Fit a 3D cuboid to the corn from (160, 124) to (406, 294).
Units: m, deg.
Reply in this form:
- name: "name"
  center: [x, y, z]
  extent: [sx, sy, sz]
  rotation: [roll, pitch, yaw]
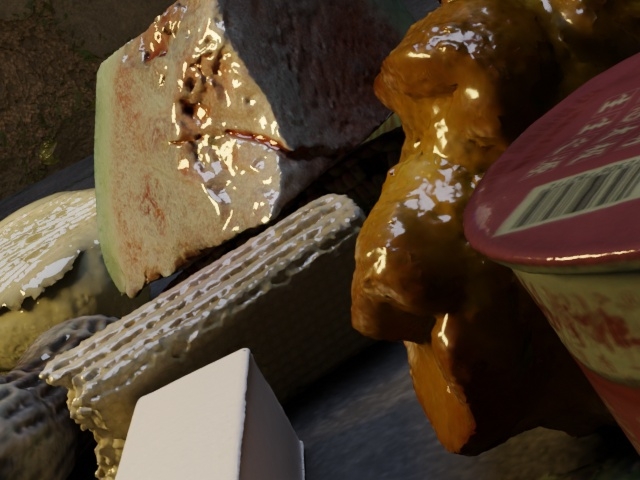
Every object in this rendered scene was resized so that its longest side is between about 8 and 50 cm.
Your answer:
- name: "corn"
  center: [0.000, 0.000, 1.022]
  extent: [0.280, 0.092, 0.092]
  rotation: [-33, 14, -2]

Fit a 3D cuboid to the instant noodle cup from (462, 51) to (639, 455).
- name: "instant noodle cup"
  center: [0.187, 0.016, 0.396]
  extent: [0.235, 0.178, 0.235]
  rotation: [-27, 14, 7]

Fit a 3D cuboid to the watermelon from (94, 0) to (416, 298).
- name: "watermelon"
  center: [-0.051, -0.081, 0.955]
  extent: [0.310, 0.193, 0.232]
  rotation: [-20, -12, 7]

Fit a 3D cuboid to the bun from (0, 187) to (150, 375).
- name: "bun"
  center: [-0.260, 0.051, 1.210]
  extent: [0.239, 0.141, 0.239]
  rotation: [-20, 25, 10]

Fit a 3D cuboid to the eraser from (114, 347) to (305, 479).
- name: "eraser"
  center: [-0.055, 0.147, 0.605]
  extent: [0.078, 0.076, 0.298]
  rotation: [-26, 14, 5]

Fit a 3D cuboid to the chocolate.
- name: "chocolate"
  center: [-0.208, 0.131, 0.899]
  extent: [0.110, 0.110, 0.248]
  rotation: [-21, 11, 28]

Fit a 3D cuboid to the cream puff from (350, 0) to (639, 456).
- name: "cream puff"
  center: [0.137, -0.023, 0.594]
  extent: [0.269, 0.241, 0.155]
  rotation: [-2, 9, -26]

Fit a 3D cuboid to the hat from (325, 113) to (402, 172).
- name: "hat"
  center: [0.077, -0.118, 1.148]
  extent: [0.193, 0.082, 0.193]
  rotation: [-19, -8, -3]

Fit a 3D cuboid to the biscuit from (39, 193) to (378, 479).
- name: "biscuit"
  center: [-0.057, 0.071, 0.813]
  extent: [0.239, 0.108, 0.062]
  rotation: [-32, 36, -18]
